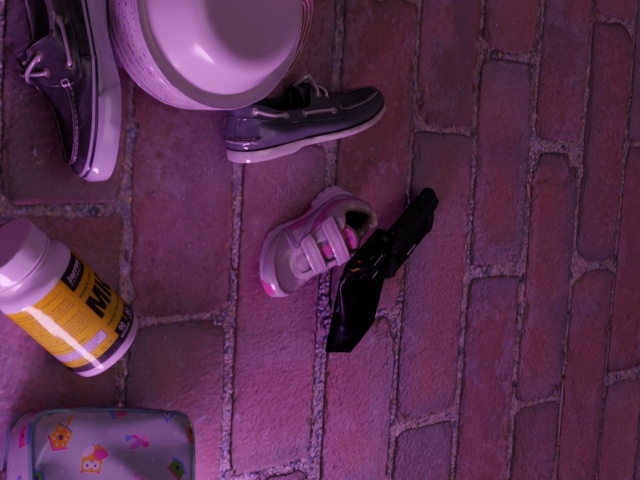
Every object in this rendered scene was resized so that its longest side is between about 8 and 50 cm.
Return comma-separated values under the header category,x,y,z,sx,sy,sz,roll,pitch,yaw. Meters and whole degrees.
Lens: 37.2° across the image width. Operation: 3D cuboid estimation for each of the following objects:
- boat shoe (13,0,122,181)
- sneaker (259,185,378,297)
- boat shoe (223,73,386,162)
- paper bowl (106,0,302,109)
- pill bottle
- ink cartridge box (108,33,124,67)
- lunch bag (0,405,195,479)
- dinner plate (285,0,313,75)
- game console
category,x,y,z,sx,sy,sz,roll,pitch,yaw
boat shoe,-0.338,-0.240,1.224,0.119,0.121,0.335,-8,91,-35
sneaker,0.000,0.000,1.569,0.252,0.111,0.103,-47,125,-28
boat shoe,-0.018,-0.212,1.521,0.319,0.116,0.099,-23,116,-34
paper bowl,-0.138,-0.320,1.288,0.284,0.148,0.284,-8,102,-41
pill bottle,-0.346,0.074,1.242,0.119,0.119,0.208,-56,129,-23
ink cartridge box,-0.199,-0.394,1.360,0.275,0.060,0.239,-25,114,-39
lunch bag,-0.305,0.341,1.299,0.279,0.107,0.224,10,74,-44
dinner plate,-0.049,-0.323,1.501,0.141,0.017,0.141,22,90,-77
game console,0.119,0.039,1.694,0.361,0.043,0.213,-46,156,-44
